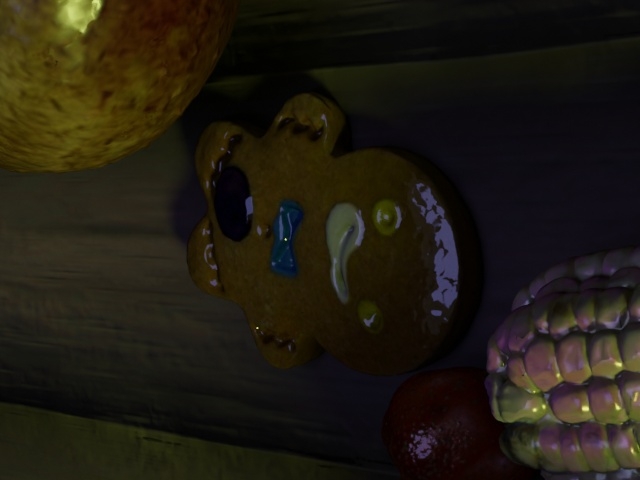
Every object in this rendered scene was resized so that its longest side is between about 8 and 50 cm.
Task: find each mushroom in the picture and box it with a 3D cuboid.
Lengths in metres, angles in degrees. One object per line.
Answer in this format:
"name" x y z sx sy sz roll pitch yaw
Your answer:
"mushroom" -0.195 -0.198 0.833 0.331 0.356 0.334 58 139 19

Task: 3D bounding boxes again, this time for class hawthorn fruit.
"hawthorn fruit" 0.081 0.107 0.813 0.093 0.093 0.093 9 103 44

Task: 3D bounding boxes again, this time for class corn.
"corn" 0.220 0.047 0.638 0.335 0.127 0.126 -15 87 43

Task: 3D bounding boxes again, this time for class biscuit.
"biscuit" 0.000 0.000 0.906 0.236 0.039 0.179 17 107 40
